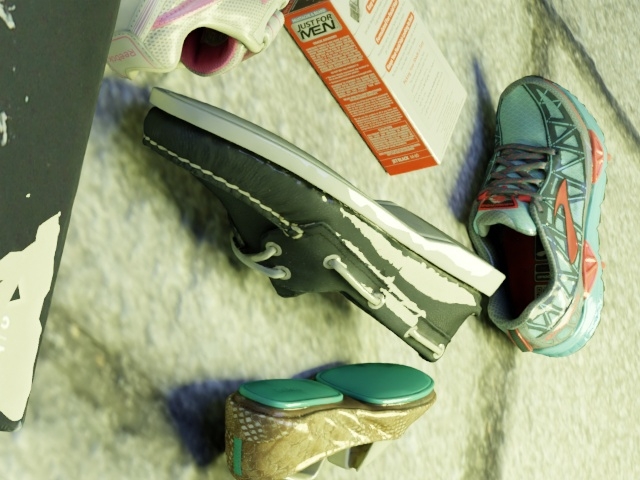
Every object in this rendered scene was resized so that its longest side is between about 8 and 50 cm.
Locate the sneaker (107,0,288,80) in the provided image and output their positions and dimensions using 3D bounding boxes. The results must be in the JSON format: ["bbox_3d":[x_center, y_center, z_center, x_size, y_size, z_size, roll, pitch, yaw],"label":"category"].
[{"bbox_3d":[-0.069,-0.162,0.732,0.252,0.103,0.111,-28,106,-47],"label":"sneaker"}]

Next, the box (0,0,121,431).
[{"bbox_3d":[-0.234,-0.128,0.351,0.343,0.179,0.312,28,68,-53],"label":"box"}]

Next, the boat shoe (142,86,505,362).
[{"bbox_3d":[0.000,0.000,0.760,0.303,0.114,0.091,29,96,-32],"label":"boat shoe"}]

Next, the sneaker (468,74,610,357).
[{"bbox_3d":[0.190,-0.031,1.029,0.125,0.104,0.261,13,69,-49],"label":"sneaker"}]

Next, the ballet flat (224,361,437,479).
[{"bbox_3d":[0.005,0.123,0.775,0.206,0.073,0.067,2,105,-51],"label":"ballet flat"}]

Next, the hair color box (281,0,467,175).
[{"bbox_3d":[0.046,-0.144,0.911,0.167,0.053,0.093,54,43,-31],"label":"hair color box"}]
